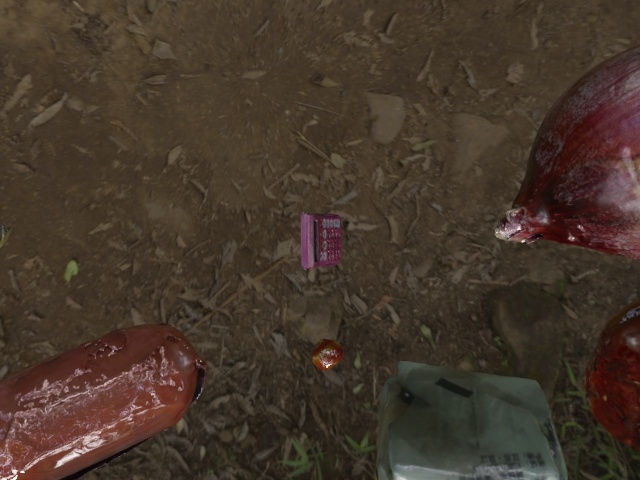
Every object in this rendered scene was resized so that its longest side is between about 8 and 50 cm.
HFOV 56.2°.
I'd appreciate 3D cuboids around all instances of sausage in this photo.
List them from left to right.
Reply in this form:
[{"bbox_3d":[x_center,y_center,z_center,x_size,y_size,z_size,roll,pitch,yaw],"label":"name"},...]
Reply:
[{"bbox_3d":[-0.137,0.097,0.357,0.141,0.076,0.076,-23,107,-20],"label":"sausage"}]

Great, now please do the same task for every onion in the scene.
[{"bbox_3d":[0.214,-0.051,0.427,0.195,0.159,0.159,-26,107,19],"label":"onion"}]

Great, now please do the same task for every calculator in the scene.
[{"bbox_3d":[0.000,0.000,1.388,0.034,0.190,0.126,-2,90,26],"label":"calculator"}]

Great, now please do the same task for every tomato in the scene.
[{"bbox_3d":[0.015,0.298,1.576,0.087,0.087,0.075,-40,87,5],"label":"tomato"}]

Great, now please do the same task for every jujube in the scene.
[{"bbox_3d":[0.528,0.209,0.949,0.216,0.216,0.342,-32,142,3],"label":"jujube"}]

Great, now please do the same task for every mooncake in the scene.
[{"bbox_3d":[0.202,0.285,0.822,0.254,0.250,0.136,6,113,8],"label":"mooncake"}]

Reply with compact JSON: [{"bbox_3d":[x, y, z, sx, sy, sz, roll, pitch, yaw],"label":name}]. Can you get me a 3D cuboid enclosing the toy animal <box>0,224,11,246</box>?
[{"bbox_3d":[-0.718,0.042,1.206,0.214,0.094,0.186,2,84,32],"label":"toy animal"}]
